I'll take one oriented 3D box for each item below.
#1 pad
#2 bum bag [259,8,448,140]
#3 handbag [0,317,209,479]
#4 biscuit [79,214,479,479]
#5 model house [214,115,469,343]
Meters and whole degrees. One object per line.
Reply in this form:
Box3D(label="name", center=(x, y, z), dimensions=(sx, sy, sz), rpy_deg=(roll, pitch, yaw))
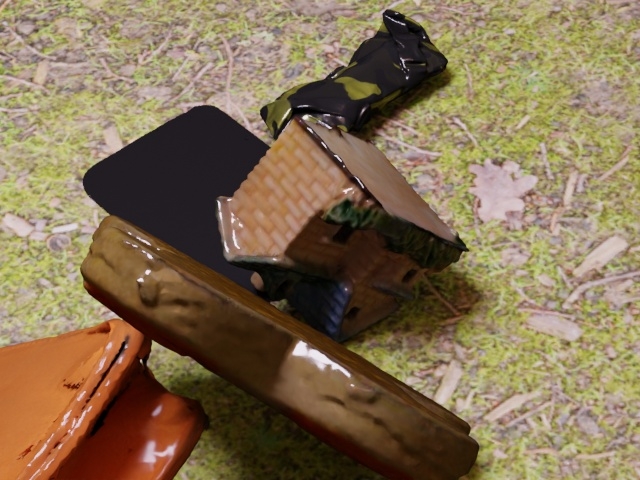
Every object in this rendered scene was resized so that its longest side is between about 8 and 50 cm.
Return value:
Box3D(label="pad", center=(-0.100, -0.036, 1.934), dimensions=(0.181, 0.004, 0.267), rpy_deg=(-33, 53, -24))
Box3D(label="bum bag", center=(0.036, -0.161, 2.002), dimensions=(0.107, 0.060, 0.232), rpy_deg=(24, 50, 35))
Box3D(label="handbag", center=(-0.293, 0.238, 1.521), dimensions=(0.303, 0.116, 0.410), rpy_deg=(-13, 31, 46))
Box3D(label="biscuit", center=(-0.032, 0.103, 1.563), dimensions=(0.368, 0.394, 0.076), rpy_deg=(32, 89, -6))
Box3D(label="model house", center=(0.000, 0.000, 1.782), dimensions=(0.172, 0.183, 0.166), rpy_deg=(-47, 57, 12))
